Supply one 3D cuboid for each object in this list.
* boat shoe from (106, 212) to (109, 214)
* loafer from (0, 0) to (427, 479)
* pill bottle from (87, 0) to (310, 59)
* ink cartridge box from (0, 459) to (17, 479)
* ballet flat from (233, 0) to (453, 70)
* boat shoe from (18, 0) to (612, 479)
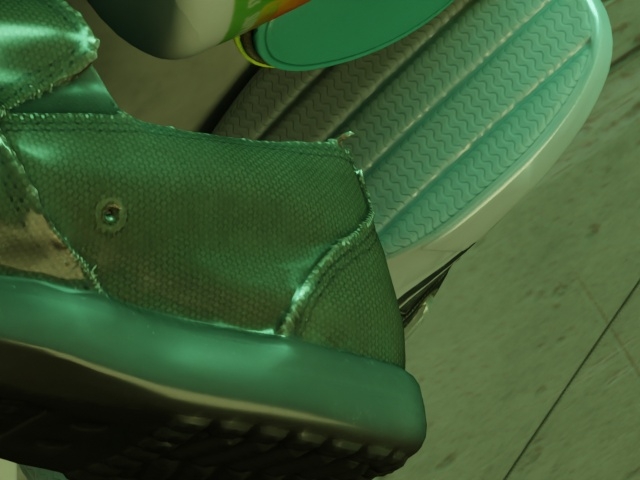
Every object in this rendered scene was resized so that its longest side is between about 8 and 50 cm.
[{"bbox_3d":[-0.153,-0.042,0.621,0.088,0.096,0.267,-44,145,10],"label":"boat shoe"},{"bbox_3d":[-0.129,-0.012,0.533,0.366,0.130,0.134,19,152,-37],"label":"loafer"},{"bbox_3d":[0.023,-0.171,0.615,0.246,0.136,0.136,-29,144,-20],"label":"pill bottle"},{"bbox_3d":[-0.186,0.087,0.758,0.104,0.061,0.181,-21,140,-28],"label":"ink cartridge box"},{"bbox_3d":[0.051,-0.142,0.729,0.231,0.077,0.077,-30,142,-16],"label":"ballet flat"},{"bbox_3d":[0.000,0.000,0.824,0.335,0.121,0.119,-41,157,16],"label":"boat shoe"}]
